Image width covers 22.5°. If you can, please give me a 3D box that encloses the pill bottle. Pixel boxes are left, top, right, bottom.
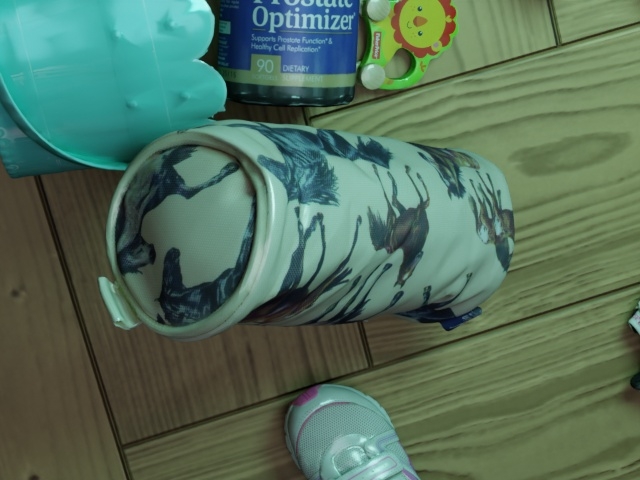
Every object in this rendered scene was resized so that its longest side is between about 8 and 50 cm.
[{"bbox_3d":[-0.025,-0.229,1.385,0.123,0.123,0.219,0,100,-12],"label":"pill bottle"}]

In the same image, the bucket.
[{"bbox_3d":[-0.186,-0.183,1.293,0.183,0.281,0.281,-13,105,-5],"label":"bucket"}]

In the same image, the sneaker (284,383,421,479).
[{"bbox_3d":[0.059,0.243,1.513,0.103,0.111,0.252,-36,107,-3],"label":"sneaker"}]

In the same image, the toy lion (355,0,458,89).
[{"bbox_3d":[0.079,-0.187,1.467,0.096,0.034,0.100,1,102,-20],"label":"toy lion"}]

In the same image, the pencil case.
[{"bbox_3d":[0.000,0.000,1.313,0.410,0.160,0.183,1,128,-55],"label":"pencil case"}]

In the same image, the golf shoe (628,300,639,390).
[{"bbox_3d":[0.344,0.066,1.558,0.086,0.067,0.186,-2,103,-10],"label":"golf shoe"}]
